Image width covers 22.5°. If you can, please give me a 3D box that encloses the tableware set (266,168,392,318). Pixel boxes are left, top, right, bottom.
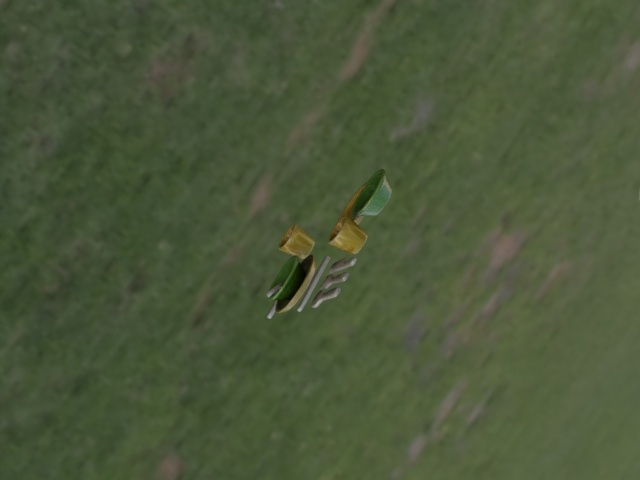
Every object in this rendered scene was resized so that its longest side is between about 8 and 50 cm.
[{"bbox_3d":[0.000,0.000,1.109,0.104,0.024,0.154,-61,-168,-16],"label":"tableware set"}]
